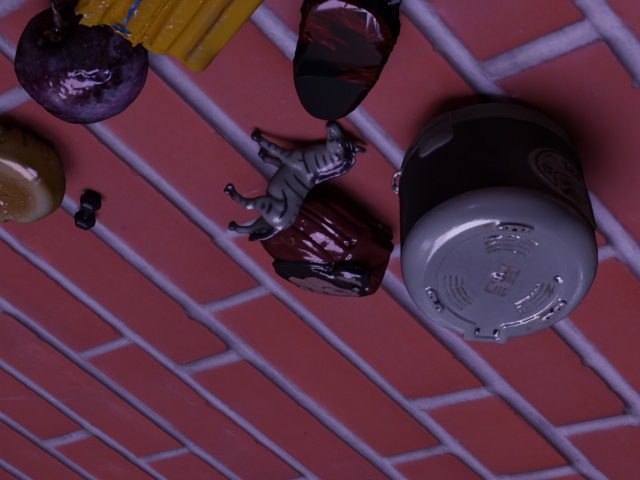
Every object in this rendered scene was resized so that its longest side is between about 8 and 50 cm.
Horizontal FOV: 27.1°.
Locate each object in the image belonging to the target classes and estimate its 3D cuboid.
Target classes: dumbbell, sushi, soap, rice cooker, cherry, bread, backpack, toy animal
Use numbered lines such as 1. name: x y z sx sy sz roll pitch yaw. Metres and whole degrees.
1. dumbbell: -0.409 -0.053 2.333 0.040 0.036 0.083 24 144 -5
2. sushi: 0.034 -0.273 1.786 0.136 0.126 0.225 19 138 2
3. soap: -0.157 -0.371 1.696 0.204 0.096 0.324 24 135 -24
4. rice cooker: 0.249 -0.030 1.876 0.288 0.277 0.288 2 130 2
5. cherry: -0.337 -0.258 1.920 0.195 0.195 0.195 12 144 9
6. bread: -0.530 -0.119 2.242 0.213 0.104 0.213 15 144 11
7. backpack: -0.001 0.002 2.151 0.229 0.139 0.229 24 161 9
8. toy animal: -0.044 -0.088 2.043 0.176 0.217 0.073 24 177 28
